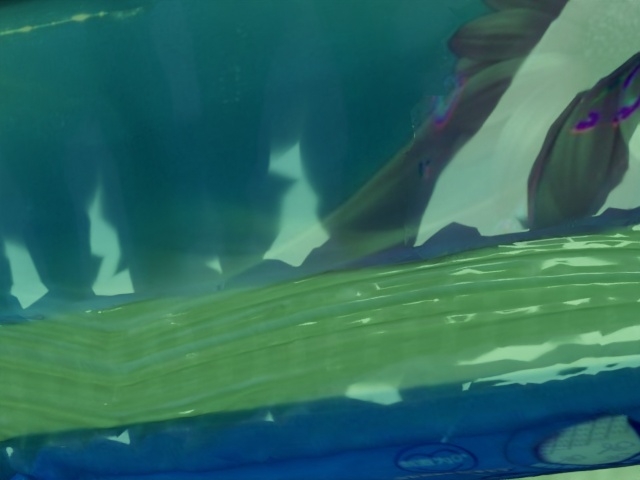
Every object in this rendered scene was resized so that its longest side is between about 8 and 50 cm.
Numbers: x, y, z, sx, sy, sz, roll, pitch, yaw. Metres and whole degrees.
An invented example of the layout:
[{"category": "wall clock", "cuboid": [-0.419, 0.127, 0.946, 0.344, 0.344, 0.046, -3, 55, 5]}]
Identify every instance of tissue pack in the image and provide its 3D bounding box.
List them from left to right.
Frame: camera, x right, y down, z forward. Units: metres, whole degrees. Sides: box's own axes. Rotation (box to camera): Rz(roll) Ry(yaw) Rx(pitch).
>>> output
[{"category": "tissue pack", "cuboid": [0.000, 0.000, 0.534, 0.263, 0.198, 0.146, -8, 83, 22]}]
